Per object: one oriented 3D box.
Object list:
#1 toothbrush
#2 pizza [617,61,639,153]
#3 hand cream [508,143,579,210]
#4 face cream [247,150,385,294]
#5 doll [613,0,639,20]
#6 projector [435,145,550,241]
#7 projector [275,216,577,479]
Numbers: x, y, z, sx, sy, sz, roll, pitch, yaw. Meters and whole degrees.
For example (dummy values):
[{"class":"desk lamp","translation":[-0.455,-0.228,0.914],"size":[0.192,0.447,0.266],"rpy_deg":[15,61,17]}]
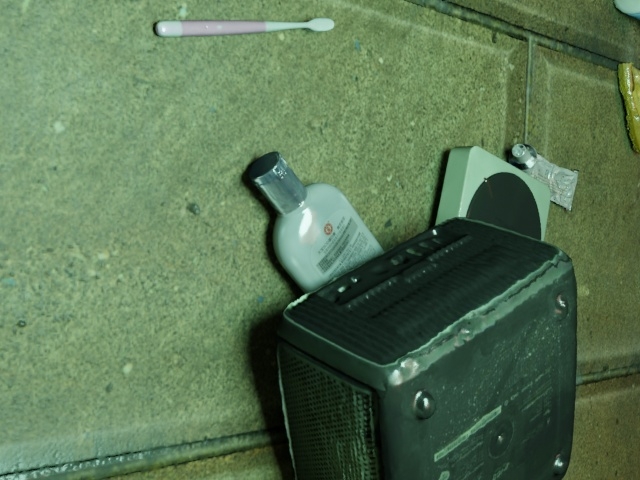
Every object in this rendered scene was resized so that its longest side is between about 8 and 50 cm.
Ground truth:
[{"class":"toothbrush","translation":[-0.092,-0.279,1.095],"size":[0.286,0.025,0.020],"rpy_deg":[-14,104,-41]},{"class":"pizza","translation":[0.725,-0.320,1.837],"size":[0.188,0.080,0.204],"rpy_deg":[-44,119,-33]},{"class":"hand cream","translation":[0.418,-0.126,1.575],"size":[0.257,0.050,0.084],"rpy_deg":[19,81,-49]},{"class":"face cream","translation":[0.000,0.000,1.162],"size":[0.291,0.071,0.144],"rpy_deg":[51,60,-34]},{"class":"doll","translation":[0.710,-0.509,1.802],"size":[0.241,0.135,0.099],"rpy_deg":[9,114,-42]},{"class":"projector","translation":[0.285,-0.003,1.429],"size":[0.257,0.079,0.259],"rpy_deg":[20,79,-43]},{"class":"projector","translation":[0.162,0.224,1.157],"size":[0.395,0.242,0.405],"rpy_deg":[-25,122,-34]}]
